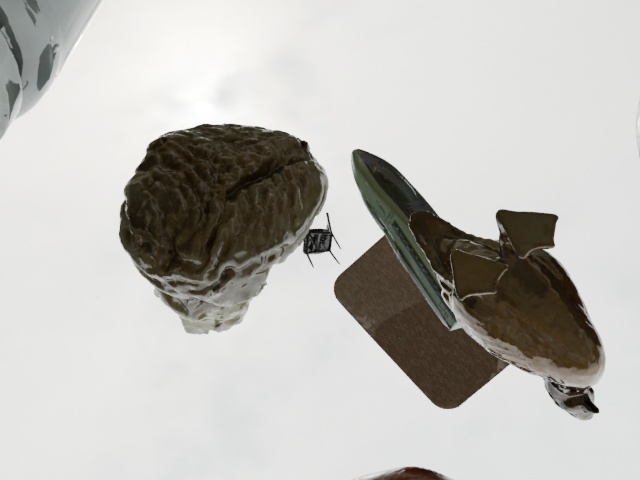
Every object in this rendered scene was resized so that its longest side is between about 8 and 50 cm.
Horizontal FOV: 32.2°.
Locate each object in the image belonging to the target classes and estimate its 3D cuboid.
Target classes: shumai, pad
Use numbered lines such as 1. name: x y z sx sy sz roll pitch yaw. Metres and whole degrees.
1. shumai: -0.089 0.000 1.010 0.166 0.176 0.206 27 -131 22
2. pad: 0.160 0.110 1.627 0.176 0.266 0.002 -42 -178 13

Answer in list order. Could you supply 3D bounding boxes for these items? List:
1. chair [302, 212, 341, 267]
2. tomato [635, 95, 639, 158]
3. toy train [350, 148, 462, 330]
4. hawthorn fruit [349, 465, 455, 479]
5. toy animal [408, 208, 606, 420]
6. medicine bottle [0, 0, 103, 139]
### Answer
1. chair: -0.002 0.000 1.360 0.042 0.037 0.086 1 -151 -12
2. tomato: 0.320 -0.074 0.811 0.170 0.309 0.309 -16 -139 -9
3. toy train: 0.100 -0.018 1.188 0.055 0.048 0.252 -17 -121 -26
4. hawthorn fruit: 0.066 0.360 1.267 0.299 0.211 0.211 -2 -137 30
5. toy animal: 0.138 0.048 0.813 0.089 0.179 0.188 -39 -135 -9
6. medicine bottle: -0.311 -0.185 0.843 0.245 0.245 0.306 2 -130 21
